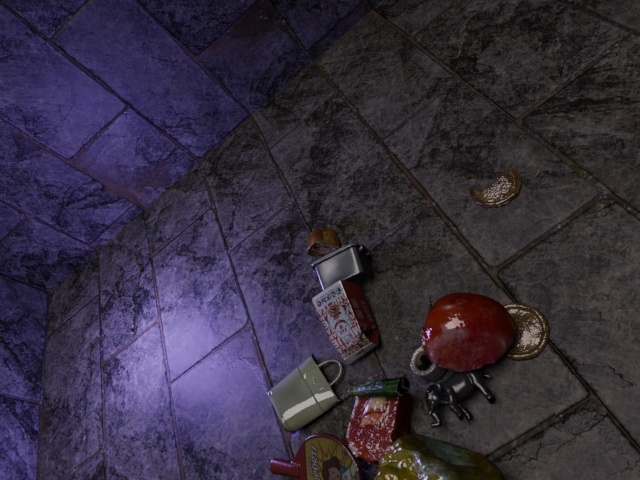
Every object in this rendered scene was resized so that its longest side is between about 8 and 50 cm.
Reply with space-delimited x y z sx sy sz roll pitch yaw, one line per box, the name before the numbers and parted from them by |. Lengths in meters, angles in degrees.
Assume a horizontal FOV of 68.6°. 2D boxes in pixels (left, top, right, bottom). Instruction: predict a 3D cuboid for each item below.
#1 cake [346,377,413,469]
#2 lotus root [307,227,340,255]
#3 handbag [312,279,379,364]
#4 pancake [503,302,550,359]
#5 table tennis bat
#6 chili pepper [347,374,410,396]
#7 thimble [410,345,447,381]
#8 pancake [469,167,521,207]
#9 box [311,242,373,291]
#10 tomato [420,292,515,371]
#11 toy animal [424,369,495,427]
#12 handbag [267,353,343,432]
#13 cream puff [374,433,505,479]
cake | 0.197 0.610 1.573 0.177 0.151 0.282 -3 60 32
lotus root | 0.001 -0.001 2.157 0.160 0.095 0.135 -25 46 15
handbag | 0.109 0.320 1.841 0.171 0.151 0.297 -36 61 27
pancake | 0.645 0.293 1.532 0.199 0.021 0.199 -18 53 25
table tennis bat | -0.018 0.811 1.639 0.415 0.051 0.267 -13 75 39
chili pepper | 0.176 0.485 1.534 0.227 0.088 0.059 -20 78 35
thimble | 0.374 0.421 1.606 0.115 0.090 0.102 -38 43 14
pancake | 0.685 -0.209 1.825 0.190 0.020 0.184 -53 45 -4
box | 0.100 0.129 1.958 0.244 0.163 0.134 -28 58 19
tomato | 0.465 0.265 1.514 0.309 0.170 0.308 -16 43 16
toy animal | 0.438 0.501 1.505 0.245 0.114 0.146 -29 52 -10
handbag | -0.038 0.584 1.836 0.316 0.109 0.241 -35 47 -5
cream puff | 0.320 0.715 1.282 0.379 0.378 0.275 9 86 40
